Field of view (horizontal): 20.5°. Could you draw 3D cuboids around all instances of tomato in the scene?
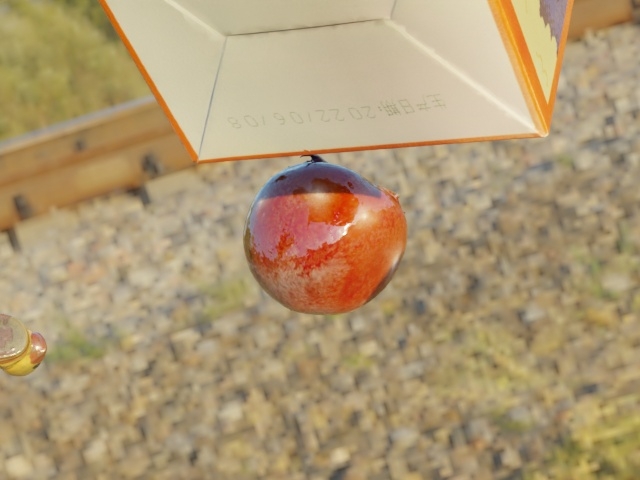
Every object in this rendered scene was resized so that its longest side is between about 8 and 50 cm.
[{"bbox_3d":[0.000,0.000,1.822,0.167,0.167,0.167,-16,9,3],"label":"tomato"}]

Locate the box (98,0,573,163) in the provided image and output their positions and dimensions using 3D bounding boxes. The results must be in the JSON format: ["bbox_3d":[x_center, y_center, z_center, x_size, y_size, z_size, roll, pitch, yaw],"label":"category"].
[{"bbox_3d":[0.012,-0.270,1.521,0.348,0.318,0.257,-4,51,24],"label":"box"}]

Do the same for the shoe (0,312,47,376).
[{"bbox_3d":[-0.307,0.095,1.604,0.109,0.072,0.069,-19,-22,-14],"label":"shoe"}]
